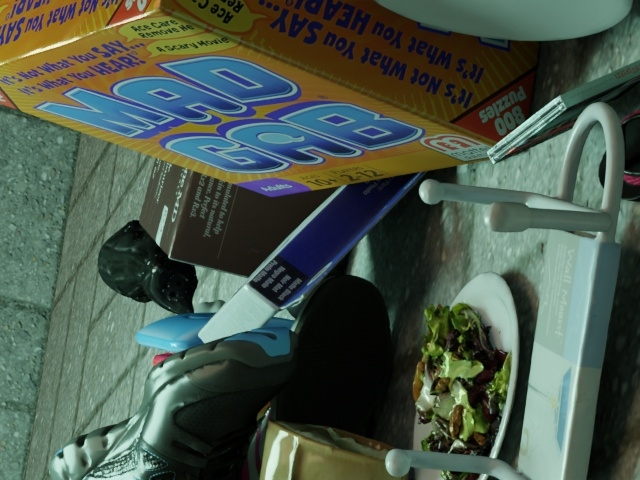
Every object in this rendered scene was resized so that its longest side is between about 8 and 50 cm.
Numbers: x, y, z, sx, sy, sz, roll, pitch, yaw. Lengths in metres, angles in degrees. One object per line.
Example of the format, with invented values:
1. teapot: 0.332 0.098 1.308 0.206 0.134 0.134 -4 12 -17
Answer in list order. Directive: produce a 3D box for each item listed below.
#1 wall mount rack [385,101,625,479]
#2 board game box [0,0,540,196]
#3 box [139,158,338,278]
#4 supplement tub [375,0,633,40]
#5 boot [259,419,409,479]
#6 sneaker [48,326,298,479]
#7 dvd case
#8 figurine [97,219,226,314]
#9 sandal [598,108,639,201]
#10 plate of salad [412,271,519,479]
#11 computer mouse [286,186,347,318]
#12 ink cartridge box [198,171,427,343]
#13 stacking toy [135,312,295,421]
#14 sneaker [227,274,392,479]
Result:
1. wall mount rack: 0.122 0.079 1.251 0.304 0.130 0.350 -147 63 -81
2. board game box: -0.050 -0.269 1.628 0.356 0.357 0.356 -8 69 53
3. box: -0.081 -0.059 2.059 0.203 0.167 0.168 -142 67 -72
4. supplement tub: 0.146 -0.335 1.394 0.241 0.241 0.331 153 129 -69
5. boot: -0.052 0.281 1.640 0.089 0.236 0.269 -11 -67 -66
6. sneaker: -0.111 0.188 1.702 0.341 0.125 0.139 -43 63 44
7. dvd case: 0.179 -0.093 1.378 0.013 0.087 0.119 63 155 5
8. figurine: -0.141 0.084 2.140 0.092 0.215 0.209 -42 18 -7
9. sandal: 0.222 -0.063 1.270 0.179 0.040 0.067 177 105 -73
10. plate of salad: 0.103 0.120 1.509 0.200 0.048 0.199 -166 90 -74
11. computer mouse: 0.020 -0.033 1.949 0.071 0.041 0.242 18 87 58
12. ink cartridge box: 0.000 0.000 1.763 0.223 0.045 0.224 -45 2 -28
13. stacking toy: -0.089 0.225 1.948 0.166 0.175 0.301 -179 88 -68
14. sneaker: -0.025 0.171 1.788 0.178 0.124 0.295 12 89 64
